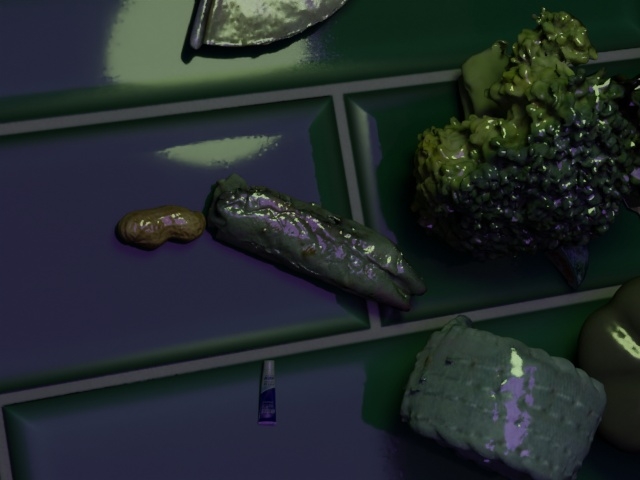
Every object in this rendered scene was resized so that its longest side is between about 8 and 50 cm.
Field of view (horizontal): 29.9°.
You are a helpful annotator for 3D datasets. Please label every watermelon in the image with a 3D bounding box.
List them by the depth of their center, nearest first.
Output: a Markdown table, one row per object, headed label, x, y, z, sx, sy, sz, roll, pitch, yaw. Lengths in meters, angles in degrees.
| label | x | y | z | sx | sy | sz | roll | pitch | yaw |
| --- | --- | --- | --- | --- | --- | --- | --- | --- | --- |
| watermelon | 0.341 | 0.027 | 1.665 | 0.061 | 0.085 | 0.085 | 8 | 82 | 27 |

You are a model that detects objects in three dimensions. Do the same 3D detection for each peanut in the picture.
| label | x | y | z | sx | sy | sz | roll | pitch | yaw |
| --- | --- | --- | --- | --- | --- | --- | --- | --- | --- |
| peanut | -0.201 | -0.018 | 1.522 | 0.113 | 0.054 | 0.054 | -6 | 87 | -15 |

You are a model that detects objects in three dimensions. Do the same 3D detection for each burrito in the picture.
| label | x | y | z | sx | sy | sz | roll | pitch | yaw |
| --- | --- | --- | --- | --- | --- | --- | --- | --- | --- |
| burrito | -0.001 | 0.003 | 1.563 | 0.309 | 0.066 | 0.096 | 24 | 85 | -11 |

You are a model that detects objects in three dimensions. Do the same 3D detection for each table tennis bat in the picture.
| label | x | y | z | sx | sy | sz | roll | pitch | yaw |
| --- | --- | --- | --- | --- | --- | --- | --- | --- | --- |
| table tennis bat | 0.457 | -0.056 | 1.715 | 0.050 | 0.007 | 0.083 | -13 | 87 | -15 |

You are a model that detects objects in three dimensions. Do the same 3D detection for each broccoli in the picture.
| label | x | y | z | sx | sy | sz | roll | pitch | yaw |
| --- | --- | --- | --- | --- | --- | --- | --- | --- | --- |
| broccoli | 0.271 | -0.131 | 1.574 | 0.293 | 0.348 | 0.281 | 26 | 39 | -49 |

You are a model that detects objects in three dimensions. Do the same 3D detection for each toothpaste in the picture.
| label | x | y | z | sx | sy | sz | roll | pitch | yaw |
| --- | --- | --- | --- | --- | --- | --- | --- | --- | --- |
| toothpaste | -0.067 | 0.198 | 1.557 | 0.024 | 0.015 | 0.083 | 3 | 90 | -7 |

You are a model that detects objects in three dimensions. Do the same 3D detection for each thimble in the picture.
| label | x | y | z | sx | sy | sz | roll | pitch | yaw |
| --- | --- | --- | --- | --- | --- | --- | --- | --- | --- |
| thimble | 0.233 | 0.206 | 1.533 | 0.250 | 0.205 | 0.172 | 25 | 80 | -2 |

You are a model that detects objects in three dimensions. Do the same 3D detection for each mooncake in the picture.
| label | x | y | z | sx | sy | sz | roll | pitch | yaw |
| --- | --- | --- | --- | --- | --- | --- | --- | --- | --- |
| mooncake | 0.471 | 0.170 | 1.592 | 0.275 | 0.135 | 0.275 | 0 | 89 | 19 |

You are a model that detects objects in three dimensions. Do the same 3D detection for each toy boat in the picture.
| label | x | y | z | sx | sy | sz | roll | pitch | yaw |
| --- | --- | --- | --- | --- | --- | --- | --- | --- | --- |
| toy boat | -0.045 | -0.403 | 1.574 | 0.276 | 0.111 | 0.293 | -4 | 97 | -10 |
